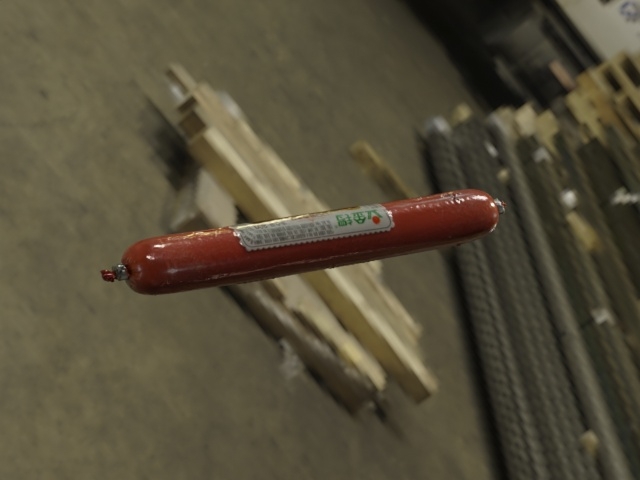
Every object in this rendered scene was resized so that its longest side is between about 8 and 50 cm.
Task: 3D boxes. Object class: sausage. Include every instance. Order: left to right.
[{"bbox_3d":[0.000,0.000,0.763,0.253,0.034,0.034,-10,59,-33],"label":"sausage"}]
